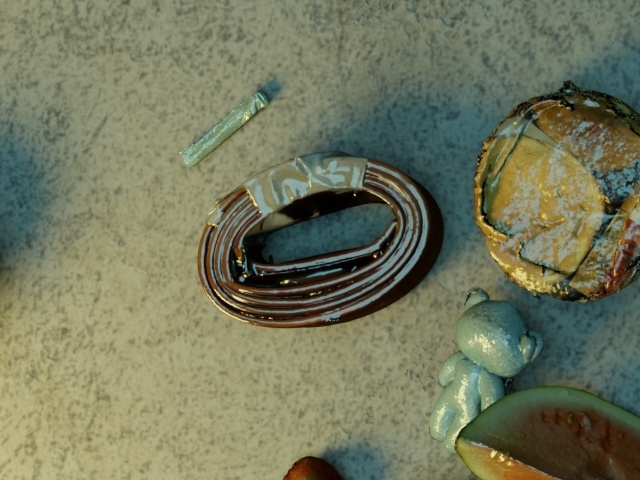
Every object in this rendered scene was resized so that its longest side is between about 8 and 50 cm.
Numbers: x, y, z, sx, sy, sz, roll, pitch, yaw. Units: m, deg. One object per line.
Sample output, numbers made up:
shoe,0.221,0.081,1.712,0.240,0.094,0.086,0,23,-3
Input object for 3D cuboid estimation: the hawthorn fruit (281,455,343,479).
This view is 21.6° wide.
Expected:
hawthorn fruit,-0.007,0.274,1.845,0.077,0.077,0.077,0,90,15

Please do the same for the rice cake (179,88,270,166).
rice cake,-0.107,-0.127,1.891,0.121,0.021,0.022,-38,91,11

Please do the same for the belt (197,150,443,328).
belt,0.000,0.000,1.822,0.261,0.105,0.184,-11,86,15

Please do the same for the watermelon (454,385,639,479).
watermelon,0.276,0.261,1.741,0.303,0.159,0.128,26,123,3

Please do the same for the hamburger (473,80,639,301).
hamburger,0.266,-0.047,1.754,0.231,0.107,0.231,1,92,19

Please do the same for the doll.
doll,0.177,0.145,1.799,0.120,0.075,0.180,40,124,41
